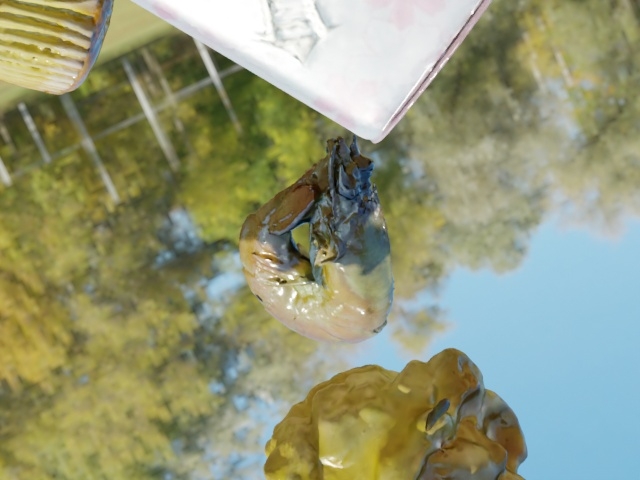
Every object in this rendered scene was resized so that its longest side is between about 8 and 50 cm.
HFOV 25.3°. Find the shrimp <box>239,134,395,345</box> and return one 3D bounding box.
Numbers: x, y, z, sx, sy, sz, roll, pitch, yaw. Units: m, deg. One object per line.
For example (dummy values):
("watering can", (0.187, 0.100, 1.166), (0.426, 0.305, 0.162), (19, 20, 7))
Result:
("shrimp", (0.000, 0.000, 1.220), (0.267, 0.145, 0.061), (97, 18, -55))

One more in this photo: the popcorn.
("popcorn", (0.051, 0.157, 0.890), (0.180, 0.180, 0.170), (-30, 173, -28))

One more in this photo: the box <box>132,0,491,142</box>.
("box", (-0.072, -0.225, 0.825), (0.190, 0.369, 0.112), (-54, -166, 31))

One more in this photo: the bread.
("bread", (-0.318, -0.274, 1.647), (0.156, 0.204, 0.288), (10, 179, -18))
